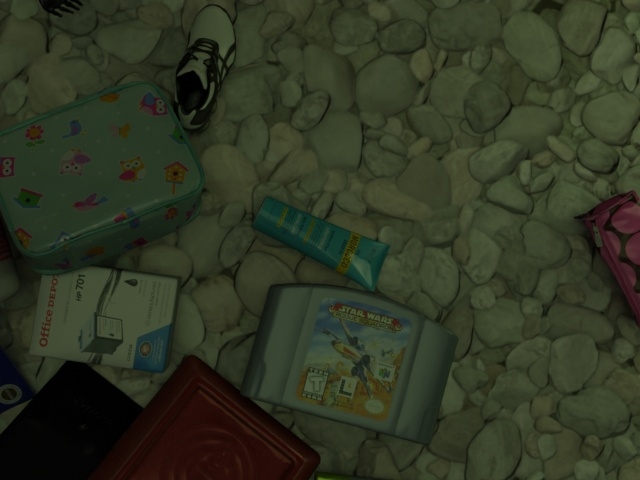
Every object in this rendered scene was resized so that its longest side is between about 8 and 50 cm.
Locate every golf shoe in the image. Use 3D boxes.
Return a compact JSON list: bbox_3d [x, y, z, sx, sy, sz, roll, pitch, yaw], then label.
[{"bbox_3d":[-0.169,-0.258,1.191,0.077,0.094,0.198,10,86,-3],"label":"golf shoe"}]

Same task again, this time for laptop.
[{"bbox_3d":[-0.364,0.468,1.187,0.382,0.236,0.408,39,114,-2],"label":"laptop"}]

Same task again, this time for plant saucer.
[{"bbox_3d":[-0.162,0.335,1.155,0.259,0.048,0.258,39,67,-3],"label":"plant saucer"}]

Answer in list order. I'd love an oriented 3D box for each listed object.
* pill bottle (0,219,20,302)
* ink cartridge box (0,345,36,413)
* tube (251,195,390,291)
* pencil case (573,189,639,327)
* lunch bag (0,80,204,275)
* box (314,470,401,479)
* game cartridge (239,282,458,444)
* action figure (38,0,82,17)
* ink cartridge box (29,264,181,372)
[{"bbox_3d":[-0.566,-0.087,1.060,0.229,0.229,0.407,-17,97,-5],"label":"pill bottle"},{"bbox_3d":[-0.603,0.251,1.115,0.371,0.069,0.175,-27,122,-7],"label":"ink cartridge box"},{"bbox_3d":[0.000,0.000,1.220,0.207,0.052,0.080,25,75,-7],"label":"tube"},{"bbox_3d":[0.479,0.034,1.238,0.098,0.095,0.209,-28,88,-40],"label":"pencil case"},{"bbox_3d":[-0.311,-0.094,1.138,0.279,0.108,0.224,-24,71,-17],"label":"lunch bag"},{"bbox_3d":[0.075,0.411,1.214,0.178,0.042,0.109,7,88,-4],"label":"box"},{"bbox_3d":[0.048,0.173,1.216,0.297,0.062,0.198,15,91,-4],"label":"game cartridge"},{"bbox_3d":[-0.393,-0.434,1.160,0.164,0.141,0.275,-35,65,3],"label":"action figure"},{"bbox_3d":[-0.307,0.108,1.172,0.191,0.082,0.139,8,88,-6],"label":"ink cartridge box"}]
